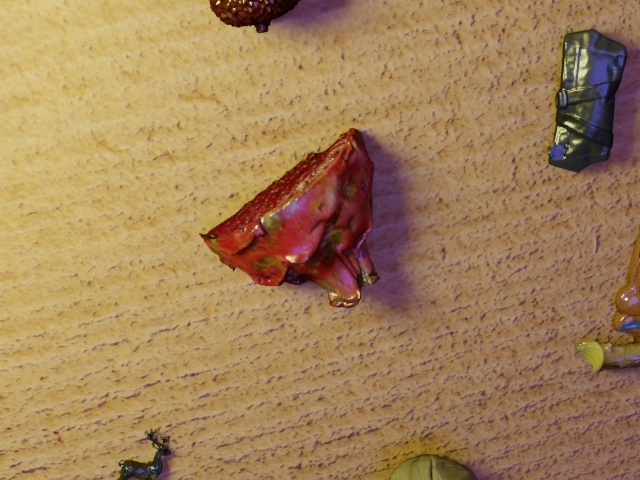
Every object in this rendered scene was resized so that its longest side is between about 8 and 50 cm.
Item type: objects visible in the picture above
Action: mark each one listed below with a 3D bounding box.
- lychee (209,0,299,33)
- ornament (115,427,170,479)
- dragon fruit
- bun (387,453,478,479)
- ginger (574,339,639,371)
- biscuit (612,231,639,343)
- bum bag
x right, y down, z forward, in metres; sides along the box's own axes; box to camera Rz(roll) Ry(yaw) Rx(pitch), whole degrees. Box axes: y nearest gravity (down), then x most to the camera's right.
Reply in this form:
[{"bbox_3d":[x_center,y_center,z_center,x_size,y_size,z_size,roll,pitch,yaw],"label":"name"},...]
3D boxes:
[{"bbox_3d":[-0.078,-0.313,0.915,0.123,0.123,0.129,-14,83,-5],"label":"lychee"},{"bbox_3d":[-0.266,0.335,1.163,0.073,0.028,0.125,13,109,-15],"label":"ornament"},{"bbox_3d":[0.000,0.000,1.032,0.262,0.134,0.211,-39,115,5],"label":"dragon fruit"},{"bbox_3d":[0.168,0.399,1.216,0.166,0.113,0.173,-7,134,-2],"label":"bun"},{"bbox_3d":[0.471,0.182,1.215,0.137,0.044,0.057,-1,110,5],"label":"ginger"},{"bbox_3d":[0.544,0.088,1.214,0.183,0.043,0.280,-17,115,-6],"label":"biscuit"},{"bbox_3d":[0.368,-0.192,1.074,0.087,0.049,0.198,6,111,13],"label":"bum bag"}]
